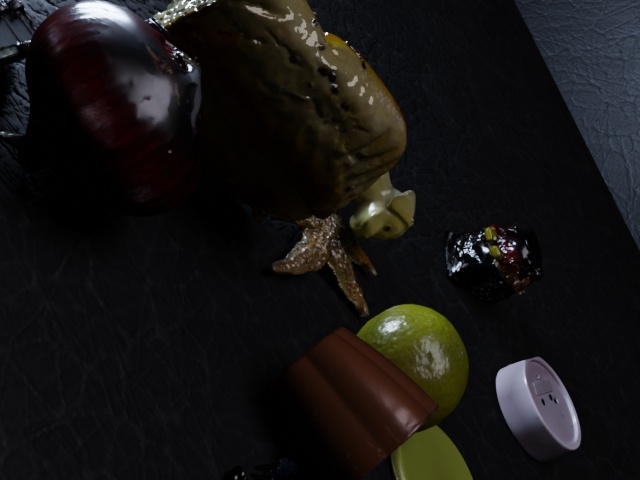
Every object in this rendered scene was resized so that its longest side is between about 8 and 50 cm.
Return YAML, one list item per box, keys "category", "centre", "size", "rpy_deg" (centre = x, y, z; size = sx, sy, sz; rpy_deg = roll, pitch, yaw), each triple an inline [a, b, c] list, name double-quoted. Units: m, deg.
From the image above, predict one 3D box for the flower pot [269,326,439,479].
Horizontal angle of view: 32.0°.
- category: "flower pot"
  centre: [0.035, 0.219, 1.487]
  size: [0.173, 0.190, 0.191]
  rpy_deg: [50, 26, 9]

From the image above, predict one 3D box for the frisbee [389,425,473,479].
- category: "frisbee"
  centre: [0.182, 0.378, 1.732]
  size: [0.236, 0.017, 0.236]
  rpy_deg: [41, 32, -33]

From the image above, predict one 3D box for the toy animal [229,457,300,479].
- category: "toy animal"
  centre: [-0.064, 0.317, 1.346]
  size: [0.220, 0.062, 0.108]
  rpy_deg: [-67, 140, -59]

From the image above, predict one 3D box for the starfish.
- category: "starfish"
  centre: [0.004, -0.002, 1.773]
  size: [0.302, 0.060, 0.299]
  rpy_deg: [43, 28, -30]

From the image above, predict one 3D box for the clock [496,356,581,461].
- category: "clock"
  centre: [0.418, 0.321, 2.135]
  size: [0.197, 0.068, 0.197]
  rpy_deg: [41, 31, -32]

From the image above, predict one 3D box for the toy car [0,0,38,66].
- category: "toy car"
  centre: [-0.395, -0.237, 1.329]
  size: [0.071, 0.062, 0.165]
  rpy_deg: [55, 27, -5]

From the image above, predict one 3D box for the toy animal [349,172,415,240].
- category: "toy animal"
  centre: [0.052, -0.102, 1.795]
  size: [0.233, 0.121, 0.168]
  rpy_deg: [44, -16, 32]

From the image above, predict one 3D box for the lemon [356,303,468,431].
- category: "lemon"
  centre: [0.134, 0.185, 1.671]
  size: [0.184, 0.184, 0.248]
  rpy_deg: [55, 28, -9]

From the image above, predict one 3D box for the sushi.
- category: "sushi"
  centre: [0.363, 0.039, 2.238]
  size: [0.172, 0.150, 0.153]
  rpy_deg: [43, 31, -29]

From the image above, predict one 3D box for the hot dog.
- category: "hot dog"
  centre: [-0.073, -0.194, 1.534]
  size: [0.365, 0.367, 0.196]
  rpy_deg: [52, 56, -22]

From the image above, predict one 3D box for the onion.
- category: "onion"
  centre: [-0.269, -0.141, 1.329]
  size: [0.273, 0.285, 0.273]
  rpy_deg: [58, -12, 19]
